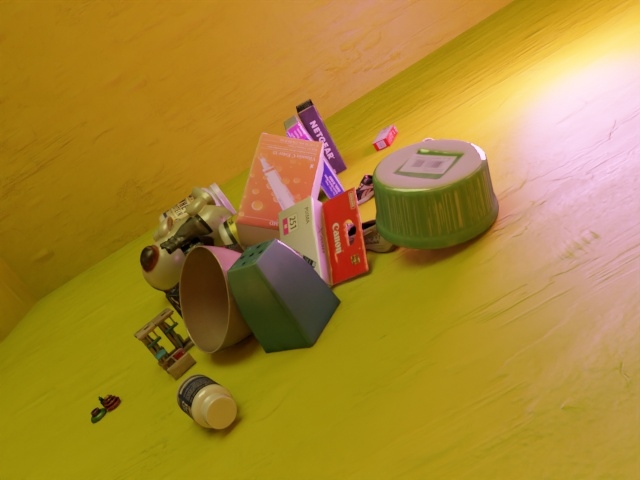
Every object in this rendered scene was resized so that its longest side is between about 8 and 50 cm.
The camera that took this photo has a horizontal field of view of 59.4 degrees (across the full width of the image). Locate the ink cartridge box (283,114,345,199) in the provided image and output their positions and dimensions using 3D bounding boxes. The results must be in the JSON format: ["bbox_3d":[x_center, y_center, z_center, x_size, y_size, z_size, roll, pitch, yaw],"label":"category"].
[{"bbox_3d":[-0.020,-0.307,2.116,0.071,0.324,0.330,-33,19,5],"label":"ink cartridge box"}]

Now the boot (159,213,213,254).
[{"bbox_3d":[-0.476,-0.008,1.973,0.161,0.083,0.246,-45,17,-19],"label":"boot"}]

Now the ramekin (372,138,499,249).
[{"bbox_3d":[0.270,-0.124,1.361,0.303,0.148,0.303,-12,31,7],"label":"ramekin"}]

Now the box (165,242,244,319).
[{"bbox_3d":[-0.325,0.149,1.756,0.142,0.163,0.247,-9,31,42],"label":"box"}]

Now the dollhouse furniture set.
[{"bbox_3d":[-0.434,0.294,1.632,0.129,0.129,0.183,-42,20,-22],"label":"dollhouse furniture set"}]

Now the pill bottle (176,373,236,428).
[{"bbox_3d":[-0.250,0.359,1.243,0.094,0.094,0.169,-42,21,-24],"label":"pill bottle"}]

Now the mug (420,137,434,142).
[{"bbox_3d":[0.372,-0.319,1.954,0.064,0.078,0.062,-159,91,-77],"label":"mug"}]

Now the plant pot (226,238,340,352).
[{"bbox_3d":[-0.102,0.123,1.361,0.165,0.234,0.166,-16,25,40],"label":"plant pot"}]

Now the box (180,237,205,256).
[{"bbox_3d":[-0.412,0.090,2.006,0.077,0.180,0.147,-36,20,-12],"label":"box"}]

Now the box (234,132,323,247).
[{"bbox_3d":[-0.124,-0.149,1.814,0.215,0.168,0.345,9,64,5],"label":"box"}]

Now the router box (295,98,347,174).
[{"bbox_3d":[0.001,-0.452,2.452,0.081,0.309,0.243,-28,19,6],"label":"router box"}]

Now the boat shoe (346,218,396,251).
[{"bbox_3d":[0.119,-0.024,1.579,0.285,0.089,0.104,-5,34,52],"label":"boat shoe"}]

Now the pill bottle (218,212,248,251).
[{"bbox_3d":[-0.177,-0.063,1.989,0.334,0.188,0.188,-33,19,1],"label":"pill bottle"}]

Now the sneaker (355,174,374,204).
[{"bbox_3d":[0.159,-0.187,1.923,0.178,0.077,0.072,-29,19,15],"label":"sneaker"}]

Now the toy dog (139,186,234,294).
[{"bbox_3d":[-0.524,0.040,2.244,0.408,0.285,0.395,-42,39,-20],"label":"toy dog"}]

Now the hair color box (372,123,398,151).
[{"bbox_3d":[0.276,-0.435,2.379,0.072,0.043,0.141,-20,25,34],"label":"hair color box"}]

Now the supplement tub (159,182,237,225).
[{"bbox_3d":[-0.573,-0.107,2.655,0.316,0.228,0.228,-36,20,-7],"label":"supplement tub"}]

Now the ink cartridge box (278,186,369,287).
[{"bbox_3d":[0.000,0.000,1.537,0.239,0.060,0.275,-26,55,29],"label":"ink cartridge box"}]

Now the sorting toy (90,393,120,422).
[{"bbox_3d":[-0.636,0.481,1.636,0.102,0.042,0.061,-36,20,-8],"label":"sorting toy"}]

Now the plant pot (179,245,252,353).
[{"bbox_3d":[-0.237,0.151,1.530,0.191,0.284,0.284,-3,-3,-39],"label":"plant pot"}]
